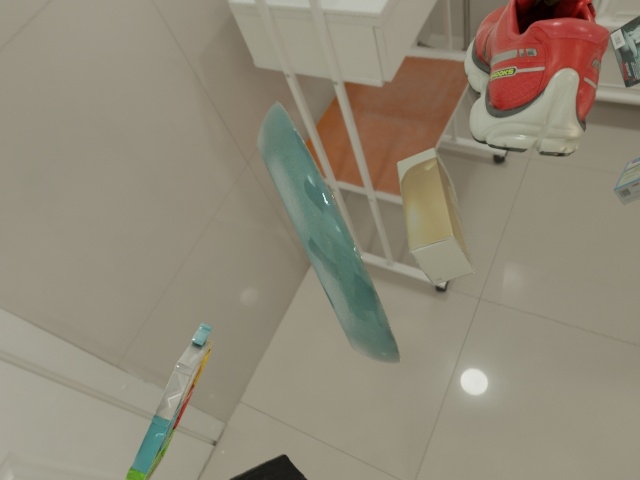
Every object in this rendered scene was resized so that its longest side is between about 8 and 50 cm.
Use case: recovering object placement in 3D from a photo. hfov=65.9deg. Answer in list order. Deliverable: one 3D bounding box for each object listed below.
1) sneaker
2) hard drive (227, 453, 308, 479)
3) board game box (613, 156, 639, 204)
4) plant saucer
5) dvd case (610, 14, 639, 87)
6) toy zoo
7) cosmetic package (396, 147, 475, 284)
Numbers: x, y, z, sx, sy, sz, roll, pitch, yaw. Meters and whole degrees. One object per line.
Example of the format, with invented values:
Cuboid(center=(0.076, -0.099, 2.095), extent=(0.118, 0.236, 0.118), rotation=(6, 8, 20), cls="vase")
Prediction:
Cuboid(center=(0.191, -0.172, 0.421), extent=(0.108, 0.118, 0.279), rotation=(11, 37, 6), cls="sneaker")
Cuboid(center=(0.020, 0.338, 0.286), extent=(0.339, 0.064, 0.236), rotation=(39, 116, 33), cls="hard drive")
Cuboid(center=(0.482, -0.110, 0.654), extent=(0.103, 0.154, 0.026), rotation=(-39, 95, -39), cls="board game box")
Cuboid(center=(0.000, 0.000, 0.562), extent=(0.044, 0.317, 0.317), rotation=(-26, 55, -1), cls="plant saucer")
Cuboid(center=(0.461, -0.273, 0.668), extent=(0.013, 0.119, 0.087), rotation=(-12, 84, -28), cls="dvd case")
Cuboid(center=(-0.250, 0.280, 0.846), extent=(0.030, 0.192, 0.293), rotation=(24, 89, -2), cls="toy zoo")
Cuboid(center=(0.105, -0.024, 0.456), extent=(0.041, 0.060, 0.115), rotation=(-21, 46, 23), cls="cosmetic package")
